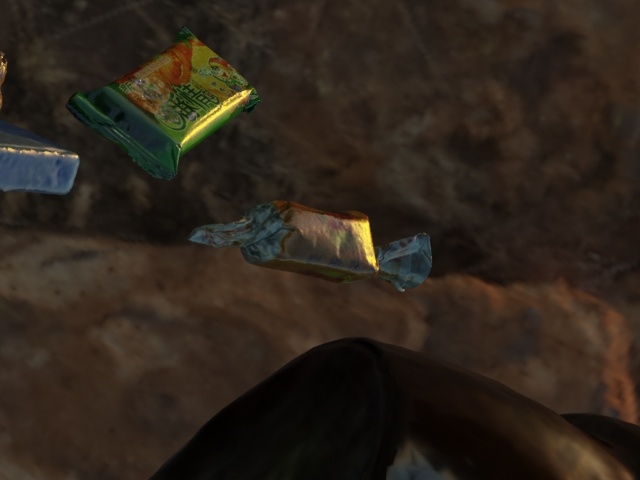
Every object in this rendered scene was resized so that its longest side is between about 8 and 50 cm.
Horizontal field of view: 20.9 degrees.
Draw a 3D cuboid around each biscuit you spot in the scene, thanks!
[{"bbox_3d":[-0.054,-0.053,0.651,0.016,0.046,0.089,-53,175,31],"label":"biscuit"}]

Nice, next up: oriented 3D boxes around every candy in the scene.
[{"bbox_3d":[0.000,0.000,1.070,0.182,0.053,0.046,13,75,-41],"label":"candy"}]

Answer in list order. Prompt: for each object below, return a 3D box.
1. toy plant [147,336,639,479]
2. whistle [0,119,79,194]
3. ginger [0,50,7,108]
[{"bbox_3d":[0.058,0.133,0.404,0.218,0.175,0.235,-43,113,10],"label":"toy plant"},{"bbox_3d":[-0.133,-0.063,0.545,0.158,0.090,0.090,2,108,-60],"label":"whistle"},{"bbox_3d":[-0.355,-0.098,1.154,0.290,0.122,0.084,0,153,-9],"label":"ginger"}]
